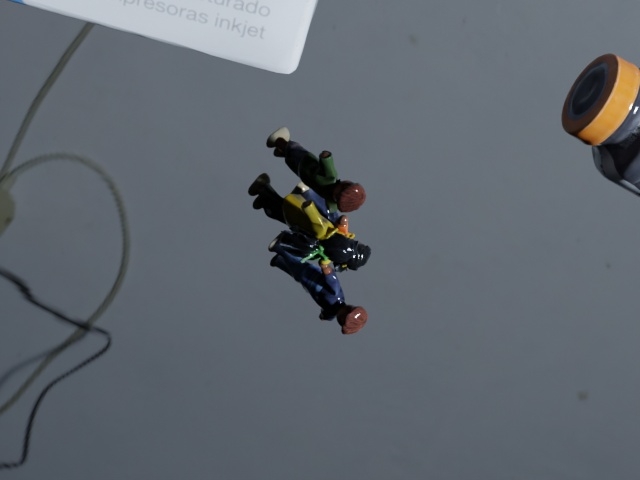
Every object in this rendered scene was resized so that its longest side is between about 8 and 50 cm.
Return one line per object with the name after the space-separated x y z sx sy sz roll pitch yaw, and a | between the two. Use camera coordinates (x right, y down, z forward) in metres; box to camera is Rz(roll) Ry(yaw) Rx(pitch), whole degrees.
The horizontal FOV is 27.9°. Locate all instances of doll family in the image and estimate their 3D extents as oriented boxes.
0.000 0.000 1.058 0.076 0.111 0.193 -44 150 -14 | doll family

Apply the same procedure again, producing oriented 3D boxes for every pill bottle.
0.358 -0.090 1.262 0.246 0.130 0.130 26 114 -17 | pill bottle

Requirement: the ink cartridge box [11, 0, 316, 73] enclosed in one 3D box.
-0.093 -0.302 0.547 0.286 0.166 0.395 15 132 -3 | ink cartridge box
